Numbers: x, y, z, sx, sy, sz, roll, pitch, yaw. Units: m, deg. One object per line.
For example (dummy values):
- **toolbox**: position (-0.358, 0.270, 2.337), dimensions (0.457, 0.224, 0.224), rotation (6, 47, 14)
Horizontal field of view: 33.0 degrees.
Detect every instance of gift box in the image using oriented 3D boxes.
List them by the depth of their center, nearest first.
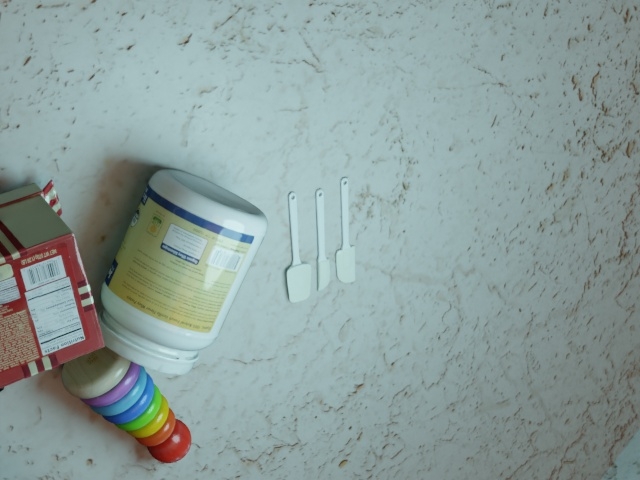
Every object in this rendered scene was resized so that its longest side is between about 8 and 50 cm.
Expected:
- **gift box**: position (-0.506, 0.048, 1.742), dimensions (0.255, 0.258, 0.276), rotation (-17, 119, -25)

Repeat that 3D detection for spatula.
- **spatula**: position (0.000, 0.000, 2.189), dimensions (0.168, 0.019, 0.242), rotation (-15, 119, -25)

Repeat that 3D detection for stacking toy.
- **stacking toy**: position (-0.345, 0.320, 2.057), dimensions (0.141, 0.141, 0.330), rotation (-41, 131, -9)

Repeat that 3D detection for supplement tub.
- **supplement tub**: position (-0.253, 0.055, 1.923), dimensions (0.228, 0.228, 0.316), rotation (20, 100, -37)

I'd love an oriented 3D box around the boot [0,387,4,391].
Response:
- **boot**: position (-0.646, 0.291, 1.871), dimensions (0.207, 0.094, 0.246), rotation (-19, 115, -19)
